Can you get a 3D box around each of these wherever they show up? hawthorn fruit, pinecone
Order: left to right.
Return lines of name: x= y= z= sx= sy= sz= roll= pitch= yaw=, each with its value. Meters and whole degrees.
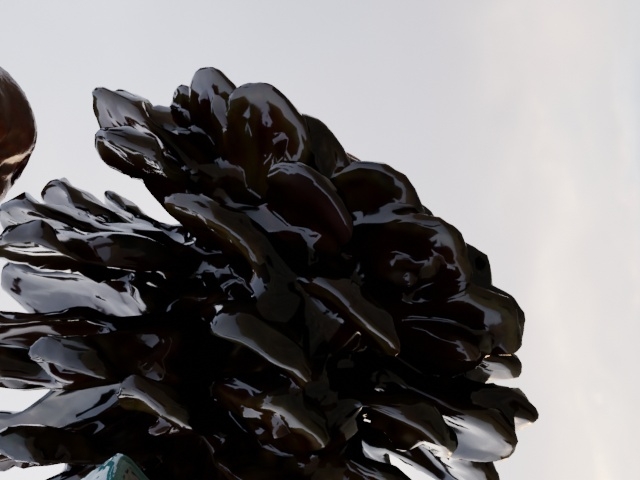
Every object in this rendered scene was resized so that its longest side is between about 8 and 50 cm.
hawthorn fruit: x=-0.340 y=-0.097 z=1.388 sx=0.173 sy=0.179 sz=0.173 roll=-62 pitch=-7 yaw=-13
pinecone: x=-0.071 y=0.084 z=1.089 sx=0.398 sy=0.397 sz=0.398 roll=-8 pitch=-90 yaw=-77

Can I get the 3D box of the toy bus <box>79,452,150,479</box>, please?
toy bus: x=-0.111 y=0.157 z=0.574 sx=0.092 sy=0.160 sz=0.079 roll=51 pitch=-171 yaw=-15

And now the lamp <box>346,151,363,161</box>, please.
lamp: x=0.000 y=0.000 z=1.694 sx=0.188 sy=0.164 sz=0.187 roll=-54 pitch=-5 yaw=-7
